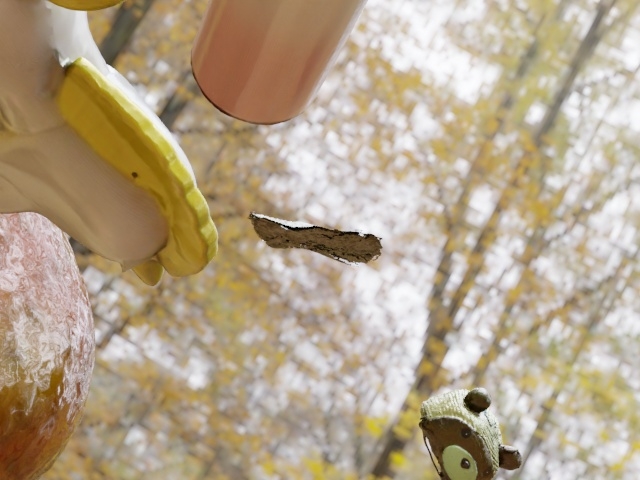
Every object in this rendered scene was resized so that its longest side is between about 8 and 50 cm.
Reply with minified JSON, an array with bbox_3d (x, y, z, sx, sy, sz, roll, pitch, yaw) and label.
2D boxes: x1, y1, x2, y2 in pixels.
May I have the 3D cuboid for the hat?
[{"bbox_3d":[0.113,0.149,1.237,0.077,0.059,0.076,65,10,6],"label":"hat"}]

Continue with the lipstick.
[{"bbox_3d":[0.004,-0.180,0.887,0.087,0.087,0.327,30,-31,-2],"label":"lipstick"}]

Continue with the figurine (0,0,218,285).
[{"bbox_3d":[-0.104,-0.052,0.631,0.130,0.109,0.178,9,-51,35],"label":"figurine"}]

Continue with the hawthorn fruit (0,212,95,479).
[{"bbox_3d":[-0.338,0.052,1.112,0.403,0.402,0.403,25,-23,11],"label":"hawthorn fruit"}]

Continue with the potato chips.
[{"bbox_3d":[0.000,0.000,1.811,0.142,0.026,0.209,2,-13,12],"label":"potato chips"}]
